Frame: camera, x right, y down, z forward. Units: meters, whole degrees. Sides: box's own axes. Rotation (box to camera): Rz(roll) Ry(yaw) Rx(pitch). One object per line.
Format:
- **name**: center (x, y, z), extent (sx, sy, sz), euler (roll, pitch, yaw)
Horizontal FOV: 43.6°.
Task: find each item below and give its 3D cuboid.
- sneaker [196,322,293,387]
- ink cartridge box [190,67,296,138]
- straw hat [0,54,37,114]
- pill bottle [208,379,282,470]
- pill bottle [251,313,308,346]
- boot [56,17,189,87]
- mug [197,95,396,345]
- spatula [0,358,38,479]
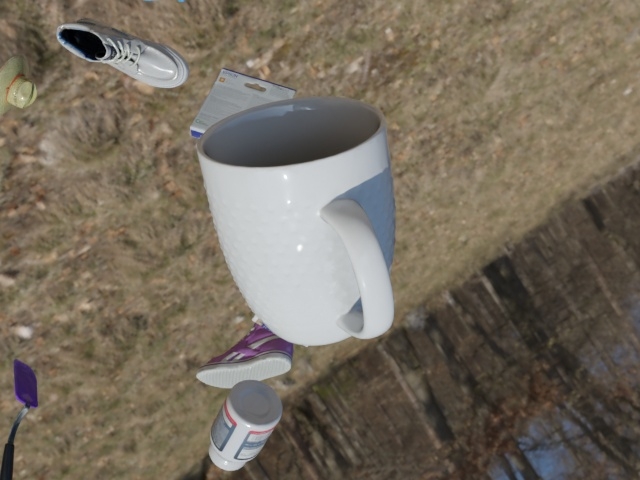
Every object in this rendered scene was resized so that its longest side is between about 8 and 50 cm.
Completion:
- **sneaker**: center (-0.191, 0.289, 2.096), extent (0.282, 0.102, 0.161), euler (-16, -133, 21)
- **ink cartridge box**: center (-0.201, -0.336, 2.120), extent (0.045, 0.223, 0.224), euler (96, 14, -60)
- **straw hat**: center (-0.652, -0.324, 1.741), extent (0.144, 0.061, 0.144), euler (-62, 176, -7)
- **pill bottle**: center (-0.150, 0.357, 1.525), extent (0.108, 0.108, 0.180), euler (-36, 161, -48)
- **pill bottle**: center (-0.066, 0.154, 1.536), extent (0.067, 0.120, 0.067), euler (-58, -174, 9)
- **boot**: center (-0.402, -0.372, 1.618), extent (0.123, 0.258, 0.095), euler (-62, 172, -69)
- **mug**: center (0.000, 0.000, 1.184), extent (0.276, 0.328, 0.374), euler (-19, -150, -18)
- **spatula**: center (-0.619, 0.391, 1.628), extent (0.030, 0.296, 0.084), euler (-6, 152, 15)
